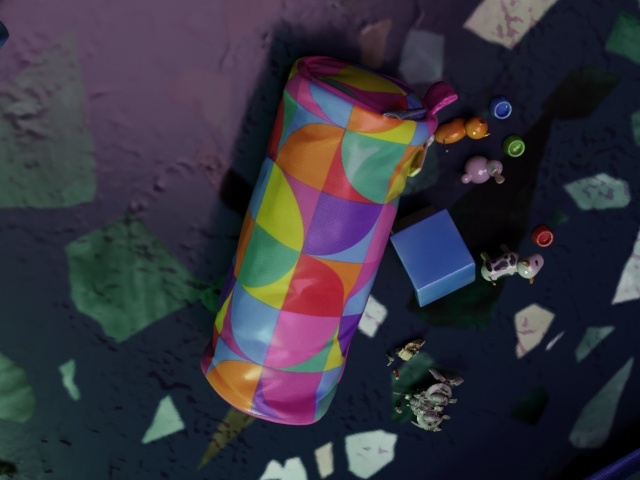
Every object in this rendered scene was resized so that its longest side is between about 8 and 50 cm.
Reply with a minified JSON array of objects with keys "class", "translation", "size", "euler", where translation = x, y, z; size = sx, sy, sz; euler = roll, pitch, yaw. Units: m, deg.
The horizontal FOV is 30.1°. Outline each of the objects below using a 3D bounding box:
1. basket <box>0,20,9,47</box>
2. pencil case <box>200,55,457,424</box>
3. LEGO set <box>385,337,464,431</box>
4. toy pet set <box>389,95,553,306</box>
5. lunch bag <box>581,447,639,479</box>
[{"class":"basket","translation":[-0.285,-0.151,0.525],"size":[0.289,0.255,0.201],"euler":[38,99,-15]},{"class":"pencil case","translation":[0.000,0.000,0.759],"size":[0.104,0.104,0.236],"euler":[13,113,-20]},{"class":"LEGO set","translation":[0.076,0.112,0.872],"size":[0.054,0.023,0.083],"euler":[-41,118,7]},{"class":"toy pet set","translation":[0.103,-0.013,0.796],"size":[0.114,0.065,0.122],"euler":[-26,118,-1]},{"class":"lunch bag","translation":[0.364,0.290,0.912],"size":[0.385,0.239,0.328],"euler":[-34,121,14]}]
